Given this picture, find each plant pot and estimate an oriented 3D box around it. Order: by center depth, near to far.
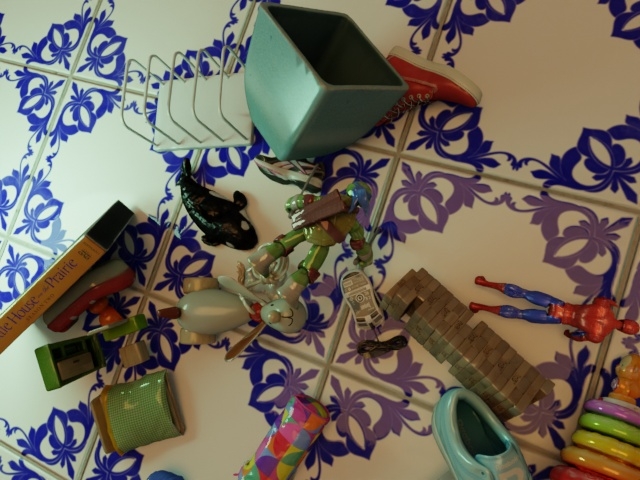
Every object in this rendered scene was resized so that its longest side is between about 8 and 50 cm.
[{"bbox_3d":[-0.019,-0.311,1.033,0.248,0.247,0.252,57,137,19],"label":"plant pot"}]

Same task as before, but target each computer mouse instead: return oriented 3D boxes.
[{"bbox_3d":[0.104,0.152,1.034,0.106,0.042,0.193,-23,80,16],"label":"computer mouse"}]

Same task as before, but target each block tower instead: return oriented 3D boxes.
[{"bbox_3d":[0.272,0.198,0.933,0.335,0.091,0.097,42,63,18],"label":"block tower"}]

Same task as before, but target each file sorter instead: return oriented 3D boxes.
[{"bbox_3d":[-0.320,-0.344,1.174,0.277,0.173,0.193,0,80,16],"label":"file sorter"}]

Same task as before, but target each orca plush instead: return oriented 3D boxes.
[{"bbox_3d":[-0.267,-0.089,1.149,0.151,0.102,0.287,-35,73,8],"label":"orca plush"}]

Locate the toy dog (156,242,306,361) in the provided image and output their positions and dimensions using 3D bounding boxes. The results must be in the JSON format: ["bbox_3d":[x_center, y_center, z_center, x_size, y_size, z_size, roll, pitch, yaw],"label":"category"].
[{"bbox_3d":[-0.210,0.148,1.024,0.333,0.161,0.220,-26,74,28],"label":"toy dog"}]

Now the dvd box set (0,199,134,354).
[{"bbox_3d":[-0.631,0.098,1.134,0.420,0.307,0.062,-43,110,5],"label":"dvd box set"}]

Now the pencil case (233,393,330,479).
[{"bbox_3d":[-0.081,0.432,1.008,0.104,0.104,0.236,37,90,19],"label":"pencil case"}]

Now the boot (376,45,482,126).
[{"bbox_3d":[0.213,-0.304,1.062,0.244,0.088,0.176,33,91,27],"label":"boot"}]

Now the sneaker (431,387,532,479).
[{"bbox_3d":[0.304,0.421,0.814,0.135,0.150,0.366,-26,55,-11],"label":"sneaker"}]

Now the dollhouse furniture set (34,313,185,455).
[{"bbox_3d":[-0.463,0.342,1.078,0.197,0.151,0.302,-20,86,12],"label":"dollhouse furniture set"}]

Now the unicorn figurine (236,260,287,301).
[{"bbox_3d":[-0.121,0.100,1.103,0.162,0.060,0.111,10,93,32],"label":"unicorn figurine"}]

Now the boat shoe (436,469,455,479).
[{"bbox_3d":[0.223,0.547,0.894,0.113,0.105,0.306,33,66,29],"label":"boat shoe"}]

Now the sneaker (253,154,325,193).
[{"bbox_3d":[-0.067,-0.172,1.134,0.178,0.072,0.077,22,75,11],"label":"sneaker"}]

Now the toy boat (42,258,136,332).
[{"bbox_3d":[-0.544,0.157,1.184,0.231,0.151,0.151,-39,103,7],"label":"toy boat"}]

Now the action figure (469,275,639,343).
[{"bbox_3d":[0.448,0.135,0.921,0.280,0.139,0.091,11,86,40],"label":"action figure"}]

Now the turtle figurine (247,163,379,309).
[{"bbox_3d":[0.000,0.000,0.982,0.266,0.274,0.198,-44,109,-5],"label":"turtle figurine"}]

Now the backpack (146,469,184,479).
[{"bbox_3d":[-0.344,0.576,1.060,0.101,0.098,0.120,9,70,8],"label":"backpack"}]

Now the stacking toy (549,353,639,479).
[{"bbox_3d":[0.513,0.338,0.838,0.165,0.175,0.302,17,74,20],"label":"stacking toy"}]
